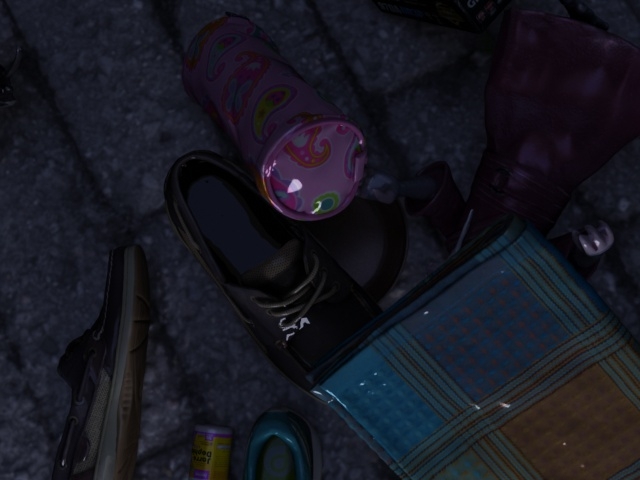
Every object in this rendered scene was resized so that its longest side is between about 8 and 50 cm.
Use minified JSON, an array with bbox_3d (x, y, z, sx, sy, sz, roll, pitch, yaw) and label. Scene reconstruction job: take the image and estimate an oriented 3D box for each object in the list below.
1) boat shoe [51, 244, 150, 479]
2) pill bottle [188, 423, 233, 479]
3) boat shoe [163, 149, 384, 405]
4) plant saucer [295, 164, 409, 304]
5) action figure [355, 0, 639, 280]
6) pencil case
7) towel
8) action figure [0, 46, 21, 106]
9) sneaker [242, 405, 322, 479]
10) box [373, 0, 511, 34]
[{"bbox_3d":[-0.242,0.143,1.068,0.092,0.103,0.285,5,88,0],"label":"boat shoe"},{"bbox_3d":[-0.121,0.245,1.070,0.043,0.043,0.083,5,82,5],"label":"pill bottle"},{"bbox_3d":[-0.045,0.047,1.014,0.355,0.130,0.132,44,87,9],"label":"boat shoe"},{"bbox_3d":[0.000,0.000,1.102,0.199,0.036,0.198,-1,82,4],"label":"plant saucer"},{"bbox_3d":[0.208,-0.071,1.045,0.248,0.276,0.370,32,104,13],"label":"action figure"},{"bbox_3d":[-0.053,-0.137,1.022,0.124,0.124,0.284,-35,40,-1],"label":"pencil case"},{"bbox_3d":[0.205,0.182,0.960,0.271,0.040,0.370,-40,102,15],"label":"towel"},{"bbox_3d":[-0.434,-0.174,1.114,0.276,0.141,0.164,2,79,21],"label":"action figure"},{"bbox_3d":[-0.051,0.314,1.021,0.107,0.110,0.275,-3,82,4],"label":"sneaker"},{"bbox_3d":[0.160,-0.314,1.058,0.175,0.220,0.051,-47,121,-3],"label":"box"}]
